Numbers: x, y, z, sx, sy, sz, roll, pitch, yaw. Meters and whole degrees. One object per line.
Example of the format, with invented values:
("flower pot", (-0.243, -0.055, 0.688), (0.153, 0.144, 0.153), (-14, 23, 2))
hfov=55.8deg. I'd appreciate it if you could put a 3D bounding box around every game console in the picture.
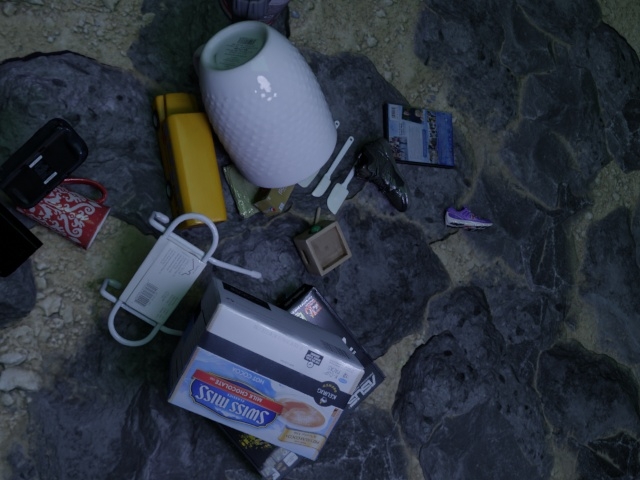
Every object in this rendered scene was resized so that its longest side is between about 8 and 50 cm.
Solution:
("game console", (-0.624, -0.094, 1.254), (0.361, 0.044, 0.213), (-39, 104, 9))

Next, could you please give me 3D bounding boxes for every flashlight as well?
("flashlight", (-0.170, -0.511, 1.486), (0.103, 0.304, 0.103), (-27, 79, -17))

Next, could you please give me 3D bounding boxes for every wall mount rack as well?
("wall mount rack", (-0.317, 0.102, 1.399), (0.304, 0.130, 0.350), (35, 98, -16))

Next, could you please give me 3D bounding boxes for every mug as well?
("mug", (-0.571, -0.074, 1.358), (0.169, 0.113, 0.150), (29, 28, -17))
("mug", (-0.169, -0.350, 1.449), (0.276, 0.374, 0.328), (-48, 145, -14))

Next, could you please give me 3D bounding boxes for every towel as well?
("towel", (-0.186, -0.140, 1.591), (0.110, 0.027, 0.148), (-22, 93, -29))

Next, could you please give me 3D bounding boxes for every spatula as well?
("spatula", (0.038, -0.218, 1.721), (0.168, 0.019, 0.242), (37, 69, -17))

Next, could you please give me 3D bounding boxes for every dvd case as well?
("dvd case", (0.305, -0.319, 1.869), (0.253, 0.022, 0.180), (2, 83, -27))

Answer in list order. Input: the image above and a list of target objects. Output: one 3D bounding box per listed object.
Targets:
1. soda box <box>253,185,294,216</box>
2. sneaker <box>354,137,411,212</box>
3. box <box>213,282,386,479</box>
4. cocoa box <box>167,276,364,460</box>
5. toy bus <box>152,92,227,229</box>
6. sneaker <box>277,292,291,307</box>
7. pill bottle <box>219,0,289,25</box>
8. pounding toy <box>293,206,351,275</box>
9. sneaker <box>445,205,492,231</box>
("soda box", (-0.106, -0.152, 1.591), (0.058, 0.061, 0.181), (42, 54, -27))
("sneaker", (0.172, -0.173, 1.742), (0.130, 0.087, 0.227), (-26, 95, -30))
("box", (-0.079, 0.352, 1.509), (0.395, 0.097, 0.318), (-40, 104, -14))
("cocoa box", (-0.126, 0.272, 1.309), (0.347, 0.231, 0.228), (28, 93, -16))
("toy bus", (-0.320, -0.197, 1.472), (0.108, 0.130, 0.332), (-10, 88, -28))
("sneaker", (-0.053, 0.203, 1.607), (0.162, 0.063, 0.073), (56, 45, -14))
("pill bottle", (-0.131, -0.680, 1.525), (0.176, 0.318, 0.176), (4, 81, -26))
("pounding toy", (0.000, 0.000, 1.641), (0.130, 0.100, 0.141), (-33, 109, -26))
("sneaker", (0.467, -0.072, 1.896), (0.170, 0.068, 0.071), (9, 73, -25))
